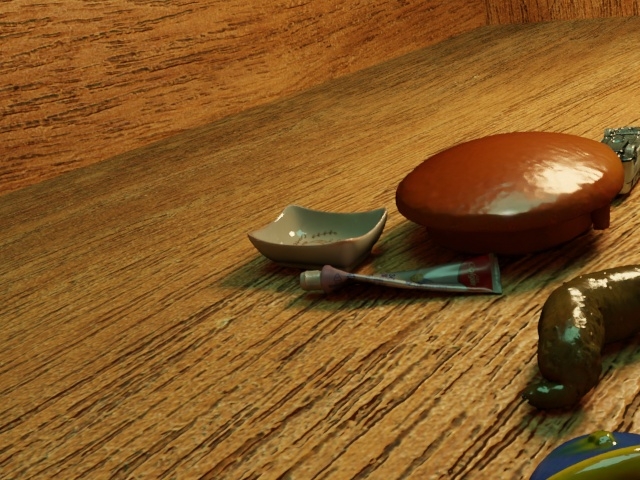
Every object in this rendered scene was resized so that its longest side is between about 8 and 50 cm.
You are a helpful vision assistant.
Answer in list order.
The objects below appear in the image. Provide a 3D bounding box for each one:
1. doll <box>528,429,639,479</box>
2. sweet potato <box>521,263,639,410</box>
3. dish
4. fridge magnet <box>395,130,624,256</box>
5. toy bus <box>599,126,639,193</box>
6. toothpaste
[{"bbox_3d":[0.263,0.218,0.437,0.311,0.159,0.242,-7,21,1],"label":"doll"},{"bbox_3d":[0.327,0.086,0.802,0.310,0.098,0.124,-26,26,-24],"label":"sweet potato"},{"bbox_3d":[0.000,0.000,1.189,0.213,0.077,0.151,3,25,32],"label":"dish"},{"bbox_3d":[0.305,-0.085,1.140,0.364,0.155,0.363,-10,23,4],"label":"fridge magnet"},{"bbox_3d":[0.548,-0.149,1.263,0.087,0.089,0.194,4,27,36],"label":"toy bus"},{"bbox_3d":[0.117,0.056,1.043,0.301,0.048,0.075,-3,19,13],"label":"toothpaste"}]
